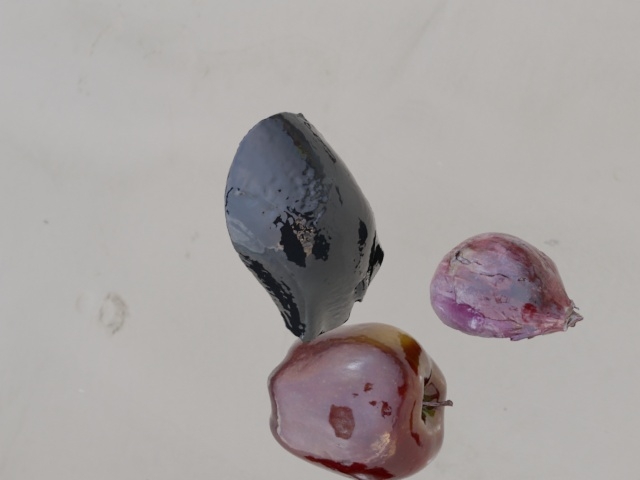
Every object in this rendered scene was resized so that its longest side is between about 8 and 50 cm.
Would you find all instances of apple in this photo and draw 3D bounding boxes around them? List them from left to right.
[{"bbox_3d":[0.073,0.287,1.339,0.317,0.288,0.288,2,73,23],"label":"apple"}]

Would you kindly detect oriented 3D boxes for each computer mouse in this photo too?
[{"bbox_3d":[0.000,0.000,0.738,0.088,0.264,0.147,22,63,35],"label":"computer mouse"}]

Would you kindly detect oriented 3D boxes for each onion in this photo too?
[{"bbox_3d":[0.341,0.075,1.358,0.284,0.120,0.227,20,59,37],"label":"onion"}]
